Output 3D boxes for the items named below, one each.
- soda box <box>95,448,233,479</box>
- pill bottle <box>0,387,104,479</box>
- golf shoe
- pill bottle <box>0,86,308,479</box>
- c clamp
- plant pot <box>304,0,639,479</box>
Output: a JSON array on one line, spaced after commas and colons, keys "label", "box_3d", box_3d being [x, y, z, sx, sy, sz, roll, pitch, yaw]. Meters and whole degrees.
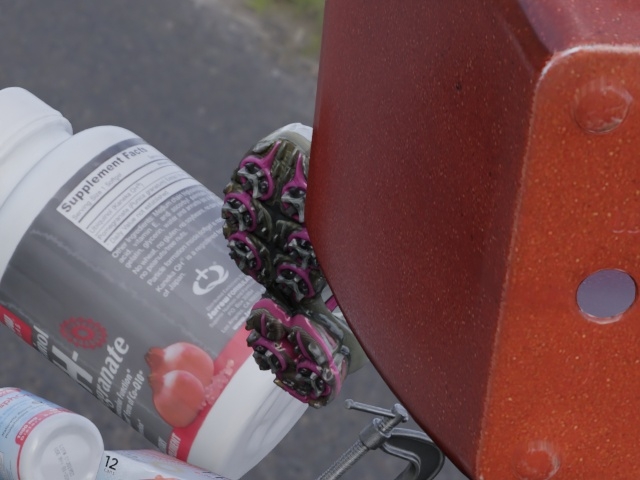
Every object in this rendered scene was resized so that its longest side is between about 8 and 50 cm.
[{"label": "soda box", "box_3d": [-0.052, 0.181, 1.169, 0.183, 0.058, 0.063, 17, 3, 25]}, {"label": "pill bottle", "box_3d": [-0.276, 0.186, 1.781, 0.087, 0.087, 0.160, 11, 3, -41]}, {"label": "golf shoe", "box_3d": [0.000, 0.000, 0.968, 0.067, 0.186, 0.086, 30, 59, 25]}, {"label": "pill bottle", "box_3d": [-0.145, 0.025, 1.446, 0.318, 0.176, 0.176, 37, 19, 13]}, {"label": "c clamp", "box_3d": [0.019, 0.170, 1.363, 0.137, 0.160, 0.022, 15, 36, -42]}, {"label": "plant pot", "box_3d": [0.141, -0.043, 0.715, 0.267, 0.267, 0.235, 2, 32, -5]}]
